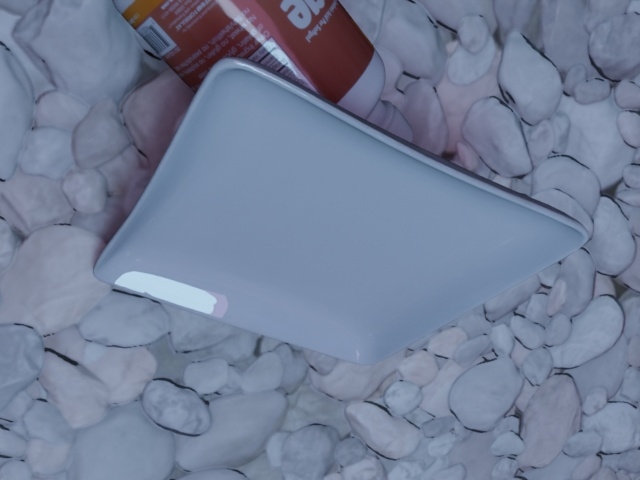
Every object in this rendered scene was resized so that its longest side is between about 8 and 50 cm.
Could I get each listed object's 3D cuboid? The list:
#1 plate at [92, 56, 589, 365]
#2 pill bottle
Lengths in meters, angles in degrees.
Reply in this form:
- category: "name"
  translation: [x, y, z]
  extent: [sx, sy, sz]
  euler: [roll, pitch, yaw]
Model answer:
- category: "plate"
  translation: [0.000, 0.000, 0.488]
  extent: [0.278, 0.045, 0.277]
  euler: [22, 142, -22]
- category: "pill bottle"
  translation: [-0.031, -0.131, 0.469]
  extent: [0.121, 0.121, 0.216]
  euler: [-45, 114, -1]
